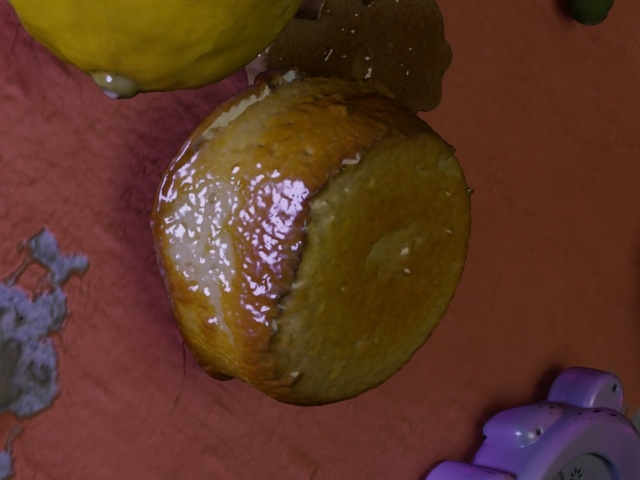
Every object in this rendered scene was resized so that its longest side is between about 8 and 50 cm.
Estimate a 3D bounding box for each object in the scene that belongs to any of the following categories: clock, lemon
[{"bbox_3d":[0.207,0.252,1.760,0.248,0.090,0.227,-42,126,-33],"label":"clock"},{"bbox_3d":[-0.102,-0.230,1.247,0.233,0.233,0.288,18,84,-46],"label":"lemon"}]

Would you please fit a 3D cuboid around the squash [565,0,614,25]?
[{"bbox_3d":[0.229,-0.277,1.699,0.052,0.052,0.183,-30,115,-38],"label":"squash"}]

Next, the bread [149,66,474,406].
[{"bbox_3d":[0.000,0.000,1.435,0.268,0.146,0.268,-26,132,-33],"label":"bread"}]

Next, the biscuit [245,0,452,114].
[{"bbox_3d":[0.023,-0.140,1.526,0.225,0.036,0.166,-26,123,-40],"label":"biscuit"}]
